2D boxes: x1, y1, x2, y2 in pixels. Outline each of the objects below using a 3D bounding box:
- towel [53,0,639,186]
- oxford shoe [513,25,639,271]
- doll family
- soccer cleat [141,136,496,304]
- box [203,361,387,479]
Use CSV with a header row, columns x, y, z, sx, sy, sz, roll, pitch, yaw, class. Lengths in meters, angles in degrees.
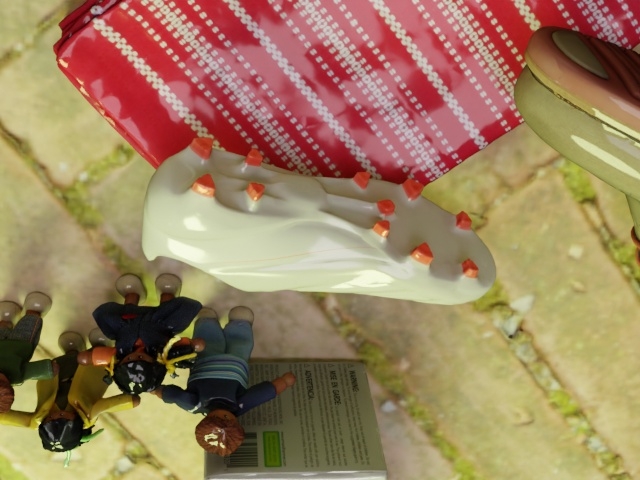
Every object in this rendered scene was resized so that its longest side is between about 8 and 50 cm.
x,y,z,sx,sy,sz,roll,pitch,yaw,class
0.021,-0.110,0.532,0.275,0.031,0.199,-34,115,13,towel
0.223,0.013,0.553,0.348,0.123,0.130,32,118,-20,oxford shoe
-0.114,0.077,0.572,0.193,0.111,0.076,-13,117,3,doll family
0.000,0.000,0.540,0.196,0.068,0.076,15,136,-17,soccer cleat
-0.022,0.191,0.633,0.103,0.114,0.203,0,117,-5,box
